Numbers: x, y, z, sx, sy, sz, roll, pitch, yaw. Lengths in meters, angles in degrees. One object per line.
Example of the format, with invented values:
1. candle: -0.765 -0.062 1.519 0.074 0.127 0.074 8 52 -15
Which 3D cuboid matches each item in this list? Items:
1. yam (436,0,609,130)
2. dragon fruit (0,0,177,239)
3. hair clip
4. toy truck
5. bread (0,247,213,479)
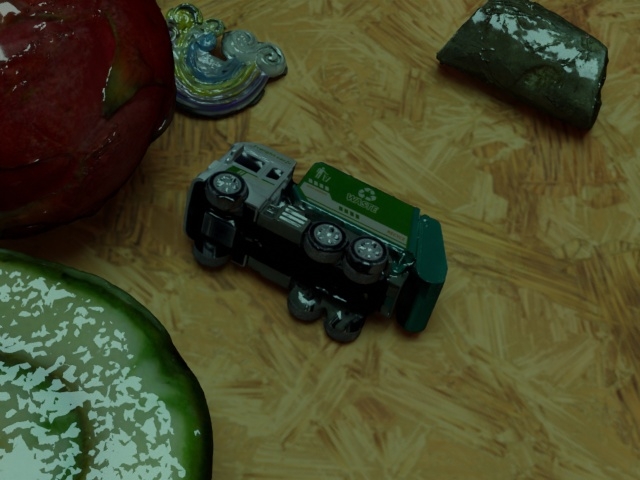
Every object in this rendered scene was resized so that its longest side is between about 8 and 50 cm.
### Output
1. yam: 0.227 -0.196 1.491 0.183 0.107 0.107 30 60 10
2. dragon fruit: -0.290 -0.149 1.295 0.296 0.295 0.301 38 73 16
3. hair clip: -0.126 -0.186 1.477 0.172 0.049 0.116 23 72 -2
4. toy truck: 0.000 0.000 1.339 0.253 0.114 0.124 28 46 11
5. bread: -0.275 0.197 1.173 0.366 0.129 0.381 7 59 -3
